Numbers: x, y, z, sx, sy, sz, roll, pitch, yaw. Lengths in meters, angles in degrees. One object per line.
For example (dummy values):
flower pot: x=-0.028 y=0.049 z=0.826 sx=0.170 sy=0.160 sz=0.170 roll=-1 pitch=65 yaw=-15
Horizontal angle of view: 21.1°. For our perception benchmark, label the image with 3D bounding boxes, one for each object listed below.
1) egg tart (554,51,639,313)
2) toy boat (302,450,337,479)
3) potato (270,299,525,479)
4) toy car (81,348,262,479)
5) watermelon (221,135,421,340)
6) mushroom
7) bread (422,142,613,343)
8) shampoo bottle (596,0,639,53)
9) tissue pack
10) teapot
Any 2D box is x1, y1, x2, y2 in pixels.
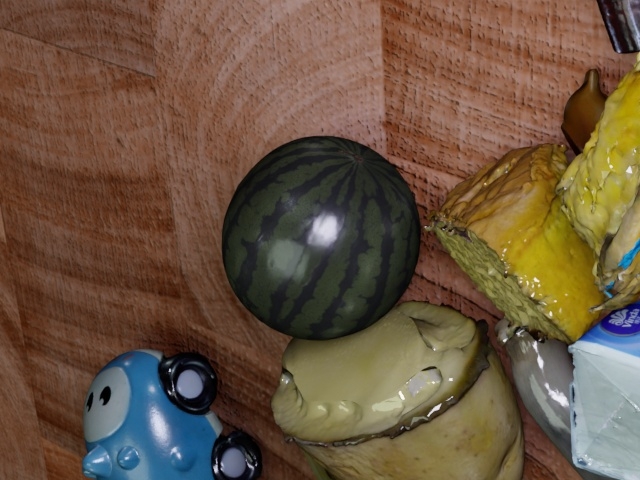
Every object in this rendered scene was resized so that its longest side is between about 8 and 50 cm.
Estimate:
egg tart: x=0.265 y=-0.074 z=1.392 sx=0.107 sy=0.291 sz=0.291 roll=29 pitch=134 yaw=9
toy boat: x=0.027 y=0.279 z=2.046 sx=0.172 sy=0.065 sz=0.066 roll=57 pitch=159 yaw=3
potato: x=0.100 y=0.196 z=1.809 sx=0.285 sy=0.242 sz=0.242 roll=-6 pitch=112 yaw=42
toy car: x=-0.211 y=0.268 z=2.171 sx=0.188 sy=0.190 sz=0.255 roll=-20 pitch=99 yaw=50
watermelon: x=0.000 y=0.000 z=1.770 sx=0.212 sy=0.212 sz=0.212 roll=24 pitch=131 yaw=32
mushroom: x=0.273 y=0.182 z=1.717 sx=0.278 sy=0.099 sz=0.096 roll=47 pitch=134 yaw=15
bread: x=0.202 y=-0.005 z=1.604 sx=0.160 sy=0.147 sz=0.260 roll=48 pitch=174 yaw=-3
shampoo bottle: x=0.233 y=-0.290 z=1.429 sx=0.104 sy=0.104 sz=0.278 roll=-3 pitch=114 yaw=45
tissue pack: x=0.361 y=0.105 z=1.444 sx=0.198 sy=0.263 sz=0.146 roll=19 pitch=128 yaw=35
teapot: x=0.268 y=-0.094 z=1.554 sx=0.129 sy=0.078 sz=0.098 roll=58 pitch=-177 yaw=0
